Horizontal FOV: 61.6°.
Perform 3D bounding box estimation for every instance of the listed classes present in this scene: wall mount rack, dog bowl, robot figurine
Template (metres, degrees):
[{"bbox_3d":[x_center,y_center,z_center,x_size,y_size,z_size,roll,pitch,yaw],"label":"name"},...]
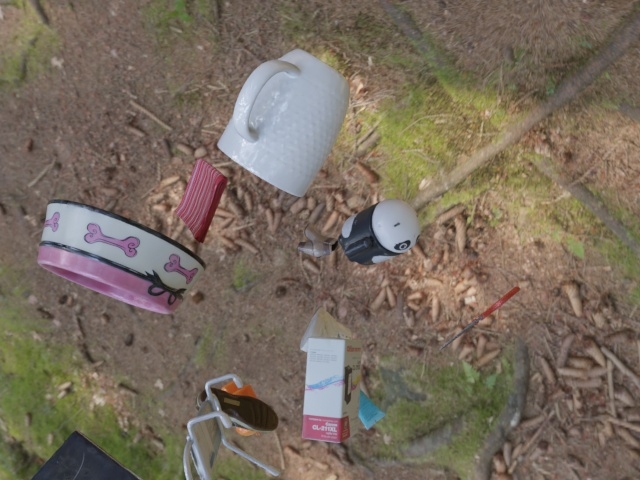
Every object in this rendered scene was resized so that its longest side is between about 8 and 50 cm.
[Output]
[{"bbox_3d":[-0.206,0.500,1.275,0.131,0.350,0.303,-17,100,2],"label":"wall mount rack"},{"bbox_3d":[-0.504,0.057,1.341,0.409,0.150,0.408,18,163,5],"label":"dog bowl"},{"bbox_3d":[-0.283,0.623,1.989,0.158,0.128,0.219,-35,80,24],"label":"robot figurine"},{"bbox_3d":[0.177,-0.019,1.630,0.174,0.209,0.278,29,148,-25],"label":"robot figurine"}]

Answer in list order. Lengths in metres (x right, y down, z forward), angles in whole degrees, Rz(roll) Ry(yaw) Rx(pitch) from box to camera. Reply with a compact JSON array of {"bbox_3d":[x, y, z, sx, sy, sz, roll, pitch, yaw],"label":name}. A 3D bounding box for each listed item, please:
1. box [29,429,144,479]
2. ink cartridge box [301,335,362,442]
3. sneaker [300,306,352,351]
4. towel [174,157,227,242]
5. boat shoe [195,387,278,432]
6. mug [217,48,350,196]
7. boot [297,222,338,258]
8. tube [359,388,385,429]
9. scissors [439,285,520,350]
[{"bbox_3d":[-0.554,0.815,1.284,0.480,0.471,0.297,29,148,16],"label":"box"},{"bbox_3d":[0.024,0.264,0.978,0.073,0.127,0.174,0,80,19],"label":"ink cartridge box"},{"bbox_3d":[0.033,0.337,1.853,0.169,0.292,0.108,36,106,1],"label":"sneaker"},{"bbox_3d":[-0.347,-0.123,1.540,0.031,0.275,0.198,19,100,-32],"label":"towel"},{"bbox_3d":[-0.254,0.514,1.615,0.258,0.095,0.095,28,134,-14],"label":"boat shoe"},{"bbox_3d":[-0.096,-0.330,1.404,0.276,0.374,0.328,36,100,21],"label":"mug"},{"bbox_3d":[0.000,0.000,1.264,0.087,0.118,0.042,4,128,15],"label":"boot"},{"bbox_3d":[0.119,0.527,1.803,0.207,0.080,0.052,47,163,22],"label":"tube"},{"bbox_3d":[0.445,0.210,1.487,0.021,0.297,0.109,54,148,17],"label":"scissors"}]
